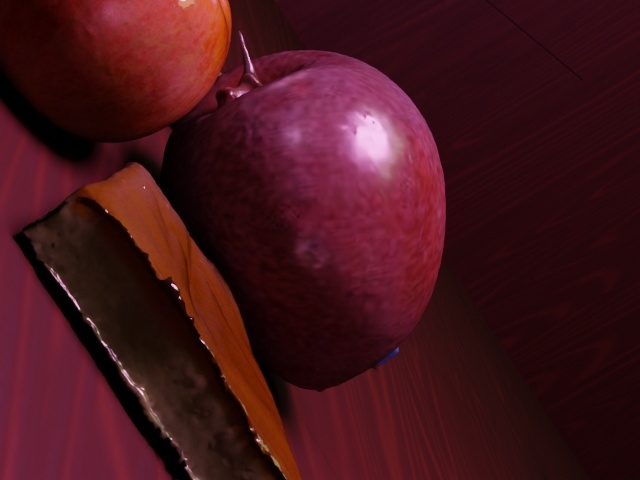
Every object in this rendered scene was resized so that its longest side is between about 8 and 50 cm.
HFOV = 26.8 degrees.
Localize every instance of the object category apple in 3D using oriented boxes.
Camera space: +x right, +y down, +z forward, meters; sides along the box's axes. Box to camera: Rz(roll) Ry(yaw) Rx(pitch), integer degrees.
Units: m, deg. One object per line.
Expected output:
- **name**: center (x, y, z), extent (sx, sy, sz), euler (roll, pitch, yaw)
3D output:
- **apple**: center (-0.151, -0.171, 0.976), extent (0.209, 0.164, 0.209), euler (58, 11, -17)

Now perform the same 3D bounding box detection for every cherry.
- **cherry**: center (-0.011, -0.021, 1.077), extent (0.261, 0.221, 0.307), euler (-132, -152, -71)

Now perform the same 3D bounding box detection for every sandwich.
- **sandwich**: center (-0.083, 0.064, 0.891), extent (0.245, 0.063, 0.212), euler (59, 7, -6)

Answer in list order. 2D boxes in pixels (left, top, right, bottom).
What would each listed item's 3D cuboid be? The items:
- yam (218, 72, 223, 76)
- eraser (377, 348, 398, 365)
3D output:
- **yam**: center (-0.107, -0.125, 1.370), extent (0.081, 0.081, 0.357), euler (63, 11, 28)
- **eraser**: center (0.000, 0.000, 1.633), extent (0.144, 0.043, 0.311), euler (46, 15, -57)
